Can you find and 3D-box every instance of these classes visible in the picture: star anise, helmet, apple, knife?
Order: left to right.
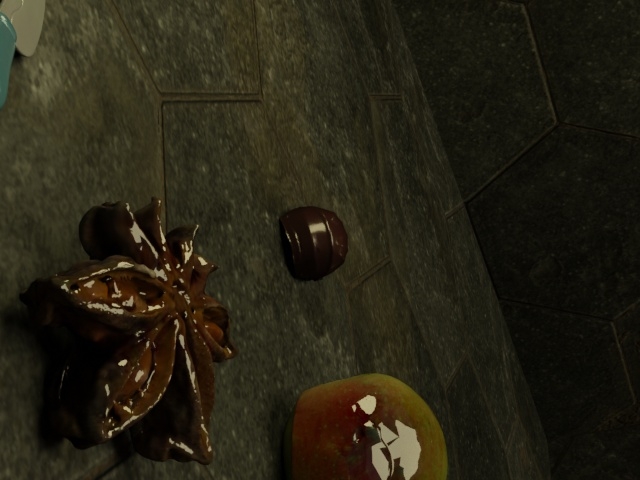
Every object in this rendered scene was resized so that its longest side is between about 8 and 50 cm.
[{"bbox_3d":[-0.235,-0.163,0.830,0.244,0.032,0.058,-88,155,-55],"label":"knife"},{"bbox_3d":[-0.141,0.077,0.829,0.214,0.099,0.220,-58,138,-50],"label":"star anise"},{"bbox_3d":[0.000,0.000,1.393,0.123,0.070,0.098,-5,81,-73],"label":"helmet"},{"bbox_3d":[0.050,0.253,1.204,0.207,0.174,0.188,29,45,-47],"label":"apple"}]
